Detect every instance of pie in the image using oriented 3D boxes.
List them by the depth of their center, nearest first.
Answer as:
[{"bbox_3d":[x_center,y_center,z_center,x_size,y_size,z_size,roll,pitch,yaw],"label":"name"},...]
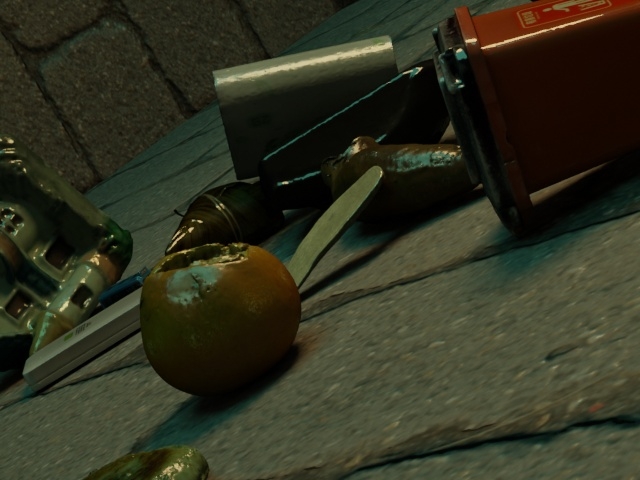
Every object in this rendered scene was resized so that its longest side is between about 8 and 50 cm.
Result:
[{"bbox_3d":[-0.169,0.216,1.299,0.187,0.041,0.187,-31,12,7],"label":"pie"}]

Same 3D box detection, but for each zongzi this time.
[{"bbox_3d":[-0.164,-0.008,2.150,0.184,0.084,0.187,-28,6,-32],"label":"zongzi"}]

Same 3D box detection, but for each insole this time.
[{"bbox_3d":[0.000,0.000,1.708,0.192,0.010,0.063,-51,24,0],"label":"insole"}]

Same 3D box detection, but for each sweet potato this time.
[{"bbox_3d":[0.082,-0.073,1.768,0.112,0.085,0.286,-50,17,-23],"label":"sweet potato"}]

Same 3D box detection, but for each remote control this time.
[{"bbox_3d":[-0.253,0.101,2.072,0.250,0.034,0.103,-31,10,-2],"label":"remote control"}]

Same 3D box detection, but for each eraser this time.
[{"bbox_3d":[-0.010,-0.164,2.107,0.227,0.174,0.081,-13,48,-1],"label":"eraser"}]

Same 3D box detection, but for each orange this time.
[{"bbox_3d":[-0.094,0.067,1.525,0.154,0.134,0.155,-35,15,11],"label":"orange"}]

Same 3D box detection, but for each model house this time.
[{"bbox_3d":[-0.437,0.067,2.204,0.194,0.267,0.325,-39,14,46],"label":"model house"}]

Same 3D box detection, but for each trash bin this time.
[{"bbox_3d":[0.230,-0.128,1.453,0.238,0.184,0.161,-16,20,6],"label":"trash bin"}]

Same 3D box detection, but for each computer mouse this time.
[{"bbox_3d":[0.055,-0.111,1.978,0.269,0.100,0.170,-31,-6,3],"label":"computer mouse"}]

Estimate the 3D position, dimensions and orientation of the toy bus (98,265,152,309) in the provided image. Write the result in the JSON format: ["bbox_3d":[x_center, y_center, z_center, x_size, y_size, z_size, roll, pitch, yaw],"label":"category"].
[{"bbox_3d":[-0.241,0.069,2.157,0.083,0.046,0.038,-26,12,31],"label":"toy bus"}]

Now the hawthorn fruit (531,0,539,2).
[{"bbox_3d":[0.343,-0.365,1.972,0.265,0.265,0.307,-23,31,40],"label":"hawthorn fruit"}]
